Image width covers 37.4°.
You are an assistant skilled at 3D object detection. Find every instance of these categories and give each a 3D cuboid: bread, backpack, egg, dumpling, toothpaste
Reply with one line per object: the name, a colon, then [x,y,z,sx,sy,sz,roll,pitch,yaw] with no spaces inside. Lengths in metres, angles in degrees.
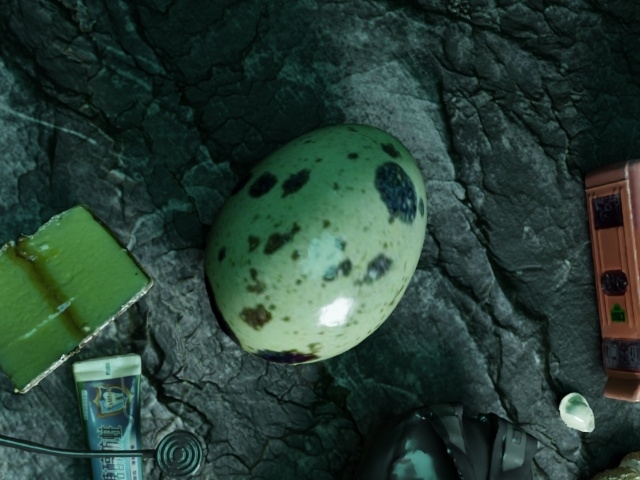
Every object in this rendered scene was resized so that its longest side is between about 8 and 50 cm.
bread: [-0.376,0.067,1.307,0.240,0.135,0.178,-40,99,-14]
backpack: [0.167,0.461,1.403,0.363,0.255,0.445,14,79,-23]
egg: [0.000,0.000,1.353,0.287,0.287,0.379,41,81,-11]
dumpling: [0.437,0.289,1.606,0.077,0.043,0.059,23,62,1]
toothpaste: [-0.287,0.361,1.354,0.099,0.061,0.392,-6,85,-10]

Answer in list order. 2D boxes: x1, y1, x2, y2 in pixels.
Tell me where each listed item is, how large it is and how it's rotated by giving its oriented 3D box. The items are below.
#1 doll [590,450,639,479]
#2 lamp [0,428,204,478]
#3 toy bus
doll: [0.496,0.433,1.586,0.221,0.115,0.105,-22,103,-12]
lamp: [-0.348,0.282,1.277,0.371,0.108,0.130,14,75,-3]
toy bus: [0.584,0.069,1.587,0.233,0.203,0.427,-4,87,-14]
